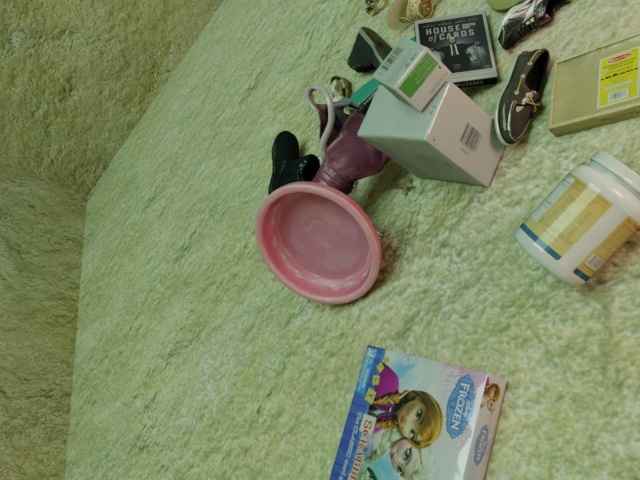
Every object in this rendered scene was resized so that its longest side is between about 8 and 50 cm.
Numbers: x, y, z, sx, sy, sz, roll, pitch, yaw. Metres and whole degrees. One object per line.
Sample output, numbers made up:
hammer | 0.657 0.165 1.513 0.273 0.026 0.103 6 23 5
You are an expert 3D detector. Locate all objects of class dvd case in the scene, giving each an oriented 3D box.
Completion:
dvd case | 0.325 -0.463 1.418 0.179 0.029 0.238 -5 59 10

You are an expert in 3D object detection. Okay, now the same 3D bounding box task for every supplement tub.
supplement tub | 0.445 -0.035 0.978 0.199 0.144 0.144 -51 37 16

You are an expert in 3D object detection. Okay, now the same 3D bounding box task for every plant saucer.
plant saucer | 0.000 0.000 1.423 0.332 0.332 0.084 -28 13 39

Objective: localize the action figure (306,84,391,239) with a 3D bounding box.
action figure | 0.038 -0.155 1.454 0.370 0.276 0.248 -60 36 12

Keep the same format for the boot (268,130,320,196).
boot | -0.069 -0.239 1.796 0.207 0.094 0.246 -8 69 53

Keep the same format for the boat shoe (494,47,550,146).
boat shoe | 0.428 -0.306 1.224 0.069 0.081 0.227 -7 61 54

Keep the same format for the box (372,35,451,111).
box | 0.181 -0.331 1.160 0.101 0.087 0.102 -51 37 12

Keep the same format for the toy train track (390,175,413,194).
toy train track | 0.206 -0.136 1.459 0.083 0.014 0.048 8 82 59

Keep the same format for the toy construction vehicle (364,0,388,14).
toy construction vehicle | 0.182 -0.770 1.875 0.098 0.035 0.086 -18 44 42

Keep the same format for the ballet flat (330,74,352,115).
ballet flat | 0.060 -0.432 1.781 0.073 0.067 0.206 -39 43 31

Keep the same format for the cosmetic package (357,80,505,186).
cosmetic package | 0.247 -0.234 1.284 0.225 0.224 0.138 16 81 54

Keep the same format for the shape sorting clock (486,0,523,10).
shape sorting clock | 0.485 -0.651 1.404 0.206 0.040 0.206 -30 50 42

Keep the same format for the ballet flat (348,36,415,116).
ballet flat | 0.194 -0.435 1.587 0.280 0.096 0.095 -37 45 31

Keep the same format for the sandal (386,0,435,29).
sandal | 0.284 -0.658 1.624 0.240 0.088 0.079 -30 41 31

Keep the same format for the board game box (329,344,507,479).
board game box | 0.174 0.385 1.124 0.318 0.066 0.318 0 69 52

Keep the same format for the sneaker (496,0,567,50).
sneaker | 0.475 -0.502 1.303 0.178 0.072 0.077 -52 47 26

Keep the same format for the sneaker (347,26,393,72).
sneaker | 0.157 -0.527 1.728 0.118 0.083 0.222 -61 38 37

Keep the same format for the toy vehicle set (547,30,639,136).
toy vehicle set | 0.564 -0.304 1.089 0.267 0.035 0.166 -9 62 49
